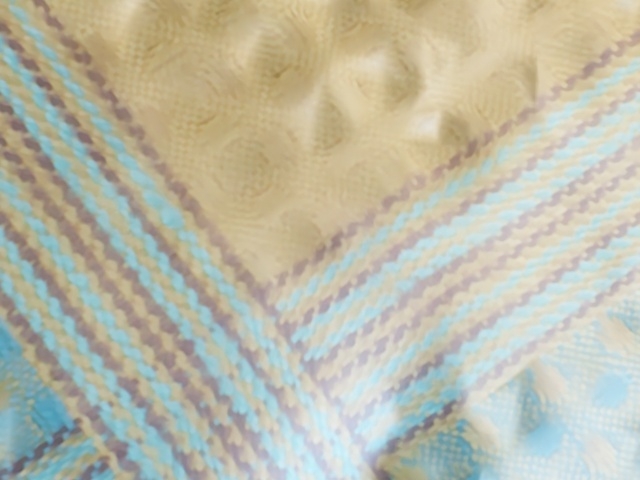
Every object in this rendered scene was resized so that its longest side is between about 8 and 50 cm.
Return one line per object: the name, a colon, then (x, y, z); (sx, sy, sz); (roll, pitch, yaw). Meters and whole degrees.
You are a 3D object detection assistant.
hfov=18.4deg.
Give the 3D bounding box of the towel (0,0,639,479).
towel: (0.000, 0.000, 0.354); (0.271, 0.370, 0.040); (57, 164, -4)
